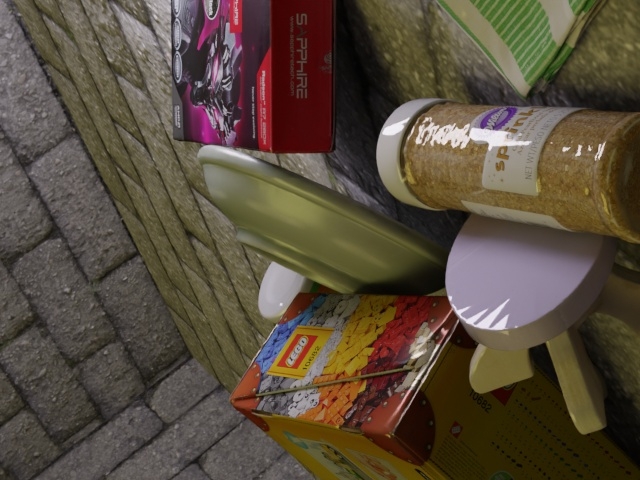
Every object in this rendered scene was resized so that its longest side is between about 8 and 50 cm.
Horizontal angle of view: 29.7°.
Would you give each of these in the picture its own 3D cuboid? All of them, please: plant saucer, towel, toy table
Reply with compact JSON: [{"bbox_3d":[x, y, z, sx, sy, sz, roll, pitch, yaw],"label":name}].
[{"bbox_3d":[0.000,0.000,1.634,0.400,0.100,0.400,25,175,2],"label":"plant saucer"},{"bbox_3d":[0.161,-0.280,1.075,0.248,0.038,0.325,50,163,11],"label":"towel"},{"bbox_3d":[0.238,0.061,1.230,0.252,0.274,0.161,-16,120,32],"label":"toy table"}]

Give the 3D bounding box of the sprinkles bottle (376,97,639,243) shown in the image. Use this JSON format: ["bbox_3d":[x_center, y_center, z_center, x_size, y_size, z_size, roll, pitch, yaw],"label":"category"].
[{"bbox_3d":[0.200,-0.076,1.192,0.355,0.121,0.121,14,138,57],"label":"sprinkles bottle"}]

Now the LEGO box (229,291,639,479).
[{"bbox_3d":[0.185,0.293,1.576,0.500,0.193,0.372,44,157,-25],"label":"LEGO box"}]

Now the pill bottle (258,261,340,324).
[{"bbox_3d":[0.038,0.109,1.880,0.246,0.136,0.136,29,174,-27],"label":"pill bottle"}]

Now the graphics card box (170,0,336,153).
[{"bbox_3d":[-0.097,-0.237,1.575,0.371,0.094,0.232,-162,70,-64],"label":"graphics card box"}]

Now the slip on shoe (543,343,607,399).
[{"bbox_3d":[0.316,0.155,1.518,0.051,0.041,0.135,20,143,61],"label":"slip on shoe"}]
